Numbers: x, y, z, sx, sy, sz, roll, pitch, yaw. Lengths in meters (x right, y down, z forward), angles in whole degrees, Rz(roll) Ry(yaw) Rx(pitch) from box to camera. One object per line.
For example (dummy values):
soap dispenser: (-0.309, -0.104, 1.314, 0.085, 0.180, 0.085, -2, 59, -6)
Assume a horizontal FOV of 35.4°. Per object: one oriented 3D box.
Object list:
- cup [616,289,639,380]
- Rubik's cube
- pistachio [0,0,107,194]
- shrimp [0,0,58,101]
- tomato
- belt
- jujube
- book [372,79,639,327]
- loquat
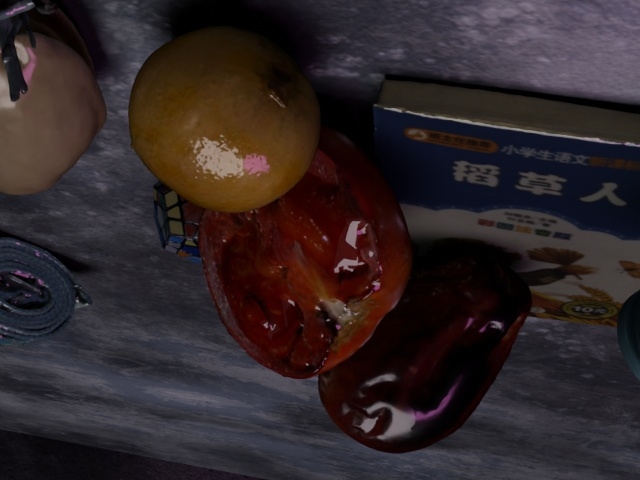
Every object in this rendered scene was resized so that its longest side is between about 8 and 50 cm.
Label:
cup: (0.403, 0.050, 0.740, 0.289, 0.219, 0.258, 17, 148, -9)
Rubik's cube: (-0.118, -0.030, 1.018, 0.093, 0.111, 0.111, 29, 169, 32)
pistachio: (-0.252, -0.118, 0.825, 0.152, 0.126, 0.223, -6, 156, -21)
shrimp: (-0.281, -0.188, 0.657, 0.410, 0.166, 0.221, 9, 141, 43)
tomato: (0.000, 0.000, 0.925, 0.139, 0.200, 0.233, -17, 150, -48)
belt: (-0.418, 0.073, 1.353, 0.163, 0.148, 0.082, 52, 146, -17)
jujube: (0.106, 0.110, 1.022, 0.168, 0.168, 0.236, 30, 116, -38)
book: (0.202, -0.013, 0.977, 0.299, 0.039, 0.428, 9, 158, 8)
loquat: (-0.075, -0.095, 0.785, 0.163, 0.137, 0.163, 4, 153, 2)
